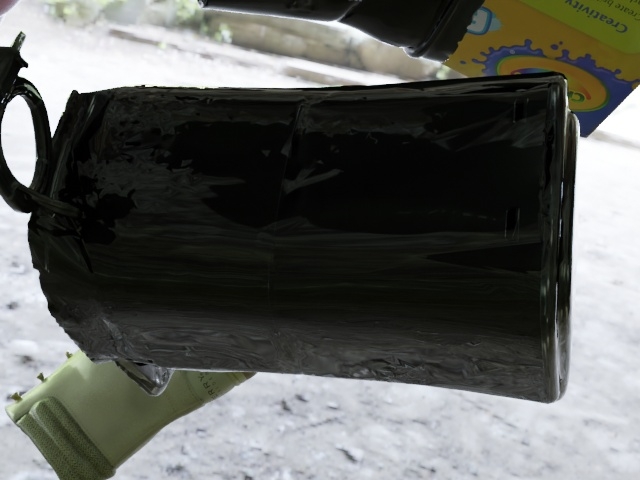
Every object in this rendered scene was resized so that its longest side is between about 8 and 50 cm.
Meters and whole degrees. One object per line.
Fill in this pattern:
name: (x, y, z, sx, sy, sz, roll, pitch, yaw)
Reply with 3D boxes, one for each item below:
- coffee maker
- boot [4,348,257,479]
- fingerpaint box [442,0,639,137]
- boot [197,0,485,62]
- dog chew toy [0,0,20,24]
coffee maker: (0.000, 0.000, 0.359, 0.178, 0.120, 0.171, 0, -6, 17)
boot: (-0.162, 0.081, 0.755, 0.165, 0.077, 0.213, -39, 44, -10)
fingerpaint box: (0.147, -0.335, 0.876, 0.444, 0.371, 0.163, 25, 58, -5)
boot: (0.035, -0.242, 0.662, 0.207, 0.246, 0.094, 10, 37, -24)
dog chew toy: (-0.394, -0.251, 0.963, 0.331, 0.207, 0.206, -3, 4, 41)
